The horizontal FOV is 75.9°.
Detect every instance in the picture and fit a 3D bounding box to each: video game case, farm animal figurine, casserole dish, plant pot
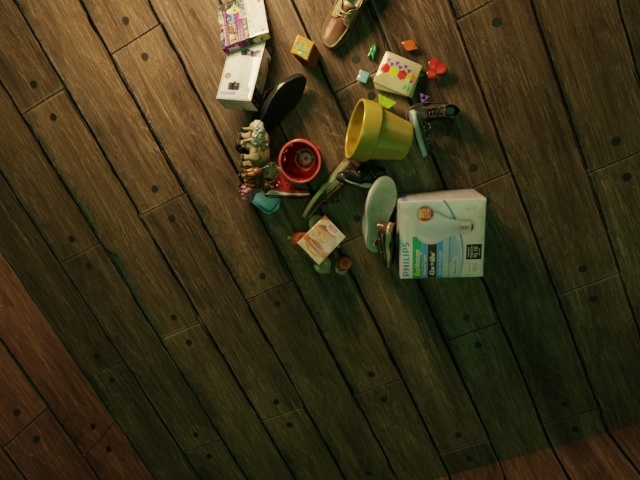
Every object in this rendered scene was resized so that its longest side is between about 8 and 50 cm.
[{"bbox_3d":[-0.322,-0.916,1.719,0.210,0.042,0.232,-14,72,10],"label":"video game case"},{"bbox_3d":[-0.260,-0.329,1.766,0.172,0.330,0.327,-6,97,-17],"label":"farm animal figurine"},{"bbox_3d":[-0.276,-0.215,1.979,0.188,0.037,0.114,39,106,-6],"label":"casserole dish"},{"bbox_3d":[-0.080,-0.361,1.840,0.191,0.174,0.191,2,107,6],"label":"plant pot"},{"bbox_3d":[0.254,-0.449,1.750,0.239,0.254,0.254,10,108,-11],"label":"plant pot"}]

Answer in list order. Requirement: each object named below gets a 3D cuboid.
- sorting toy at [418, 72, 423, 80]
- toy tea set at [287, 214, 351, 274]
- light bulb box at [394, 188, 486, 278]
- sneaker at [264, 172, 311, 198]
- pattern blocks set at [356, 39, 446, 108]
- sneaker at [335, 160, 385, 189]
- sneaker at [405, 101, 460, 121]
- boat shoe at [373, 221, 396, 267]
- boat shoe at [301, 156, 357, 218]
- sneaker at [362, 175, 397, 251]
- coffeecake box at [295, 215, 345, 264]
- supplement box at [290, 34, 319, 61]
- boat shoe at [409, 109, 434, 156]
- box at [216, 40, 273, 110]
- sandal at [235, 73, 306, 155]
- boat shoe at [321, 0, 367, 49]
[{"bbox_3d":[0.397,-0.707,1.767,0.083,0.012,0.062,-28,101,14],"label":"sorting toy"},{"bbox_3d":[0.001,0.046,2.003,0.200,0.124,0.336,-38,96,-14],"label":"toy tea set"},{"bbox_3d":[0.522,-0.033,1.838,0.361,0.225,0.358,-3,106,7],"label":"light bulb box"},{"bbox_3d":[-0.152,-0.264,1.926,0.221,0.087,0.128,1,86,-15],"label":"sneaker"},{"bbox_3d":[0.334,-0.705,1.755,0.324,0.026,0.285,33,103,3],"label":"pattern blocks set"},{"bbox_3d":[0.179,-0.299,1.808,0.107,0.283,0.124,25,107,41],"label":"sneaker"},{"bbox_3d":[0.478,-0.552,1.747,0.222,0.118,0.083,-5,106,9],"label":"sneaker"},{"bbox_3d":[0.285,0.015,1.836,0.095,0.095,0.257,12,133,20],"label":"boat shoe"},{"bbox_3d":[0.050,-0.219,1.897,0.123,0.123,0.342,39,98,-9],"label":"boat shoe"},{"bbox_3d":[0.246,-0.136,1.864,0.135,0.150,0.366,1,120,-13],"label":"sneaker"},{"bbox_3d":[0.000,0.000,1.905,0.142,0.068,0.185,46,76,-7],"label":"coffeecake box"},{"bbox_3d":[-0.057,-0.770,1.687,0.078,0.233,0.080,26,108,-2],"label":"supplement box"},{"bbox_3d":[0.444,-0.467,1.772,0.076,0.080,0.228,-22,123,8],"label":"boat shoe"},{"bbox_3d":[-0.320,-0.707,1.741,0.169,0.087,0.290,11,81,16],"label":"box"},{"bbox_3d":[-0.241,-0.571,1.815,0.446,0.167,0.107,-46,73,17],"label":"sandal"},{"bbox_3d":[0.102,-0.945,1.678,0.123,0.116,0.324,30,107,-2],"label":"boat shoe"}]
